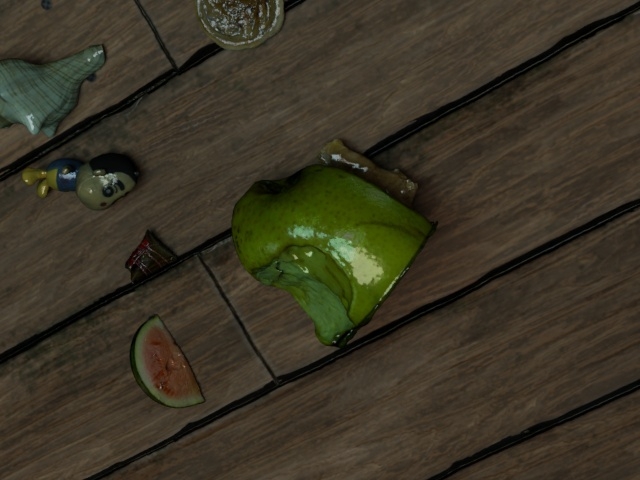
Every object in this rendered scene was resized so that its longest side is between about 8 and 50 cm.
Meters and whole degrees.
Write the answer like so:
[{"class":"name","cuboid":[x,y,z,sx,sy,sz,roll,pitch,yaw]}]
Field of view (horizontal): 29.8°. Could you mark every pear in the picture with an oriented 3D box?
[{"class":"pear","cuboid":[0.000,0.000,1.709,0.255,0.164,0.238,40,141,-1]}]

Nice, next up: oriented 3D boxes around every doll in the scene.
[{"class":"doll","cuboid":[-0.359,-0.088,1.832,0.179,0.102,0.088,-9,64,13]}]

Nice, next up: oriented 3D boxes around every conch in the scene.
[{"class":"conch","cuboid":[-0.439,-0.208,1.802,0.234,0.114,0.137,-2,118,5]}]

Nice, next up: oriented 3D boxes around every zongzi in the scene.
[{"class":"zongzi","cuboid":[-0.274,0.039,1.856,0.083,0.073,0.067,-36,114,18]}]

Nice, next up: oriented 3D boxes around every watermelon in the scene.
[{"class":"watermelon","cuboid":[-0.265,0.209,1.917,0.069,0.087,0.163,-18,101,52]}]

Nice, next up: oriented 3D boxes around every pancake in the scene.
[{"class":"pancake","cuboid":[-0.119,-0.342,1.751,0.140,0.022,0.139,3,106,10]}]

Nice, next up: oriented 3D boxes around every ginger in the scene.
[{"class":"ginger","cuboid":[0.063,-0.077,1.771,0.165,0.067,0.096,32,110,15]}]
